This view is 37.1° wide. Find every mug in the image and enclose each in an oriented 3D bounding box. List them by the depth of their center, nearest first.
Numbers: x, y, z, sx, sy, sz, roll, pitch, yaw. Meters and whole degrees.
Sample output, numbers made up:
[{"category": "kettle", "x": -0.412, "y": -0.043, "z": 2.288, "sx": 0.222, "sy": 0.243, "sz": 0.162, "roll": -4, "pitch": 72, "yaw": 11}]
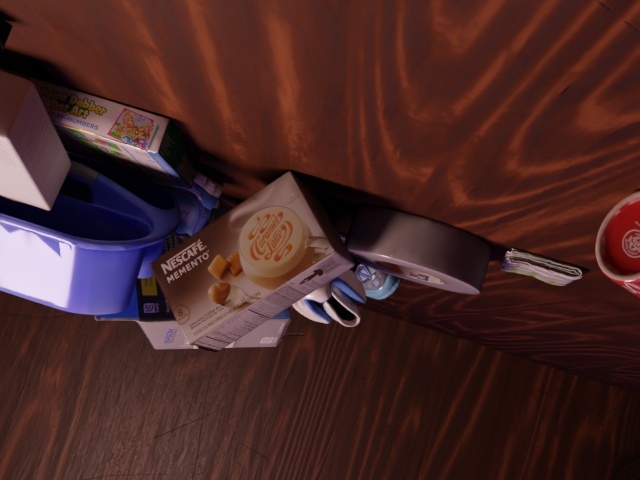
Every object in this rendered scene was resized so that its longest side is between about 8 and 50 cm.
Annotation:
[{"category": "mug", "x": 0.337, "y": 0.027, "z": 0.907, "sx": 0.169, "sy": 0.113, "sz": 0.150, "roll": 25, "pitch": 168, "yaw": -30}]

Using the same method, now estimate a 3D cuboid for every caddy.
[{"category": "caddy", "x": -0.379, "y": -0.038, "z": 1.408, "sx": 0.341, "sy": 0.179, "sz": 0.241, "roll": 17, "pitch": -153, "yaw": 5}]

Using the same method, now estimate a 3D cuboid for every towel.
[{"category": "towel", "x": 0.328, "y": 0.046, "z": 1.431, "sx": 0.113, "sy": 0.023, "sz": 0.152, "roll": 17, "pitch": 173, "yaw": 8}]

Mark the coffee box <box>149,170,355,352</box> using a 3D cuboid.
[{"category": "coffee box", "x": -0.097, "y": 0.033, "z": 1.351, "sx": 0.141, "sy": 0.246, "sz": 0.098, "roll": 62, "pitch": -169, "yaw": 21}]

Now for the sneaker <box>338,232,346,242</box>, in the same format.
[{"category": "sneaker", "x": 0.000, "y": 0.000, "z": 1.808, "sx": 0.109, "sy": 0.043, "sz": 0.040, "roll": 14, "pitch": 175, "yaw": 39}]

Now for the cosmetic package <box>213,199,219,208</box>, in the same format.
[{"category": "cosmetic package", "x": -0.360, "y": -0.013, "z": 2.008, "sx": 0.284, "sy": 0.097, "sz": 0.377, "roll": 19, "pitch": 157, "yaw": 1}]

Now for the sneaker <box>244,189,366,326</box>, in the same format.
[{"category": "sneaker", "x": -0.011, "y": 0.060, "z": 1.545, "sx": 0.236, "sy": 0.130, "sz": 0.323, "roll": 55, "pitch": -178, "yaw": 21}]

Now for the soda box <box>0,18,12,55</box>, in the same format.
[{"category": "soda box", "x": -0.406, "y": -0.220, "z": 1.002, "sx": 0.169, "sy": 0.060, "sz": 0.053, "roll": 14, "pitch": 171, "yaw": 32}]

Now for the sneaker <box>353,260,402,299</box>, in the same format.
[{"category": "sneaker", "x": 0.037, "y": 0.034, "z": 1.880, "sx": 0.262, "sy": 0.104, "sz": 0.125, "roll": 6, "pitch": 150, "yaw": 42}]

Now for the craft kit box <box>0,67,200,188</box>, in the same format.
[{"category": "craft kit box", "x": -0.311, "y": -0.152, "z": 1.342, "sx": 0.247, "sy": 0.061, "sz": 0.250, "roll": 15, "pitch": 173, "yaw": 3}]

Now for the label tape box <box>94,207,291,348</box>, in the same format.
[{"category": "label tape box", "x": -0.241, "y": 0.063, "z": 1.683, "sx": 0.334, "sy": 0.240, "sz": 0.106, "roll": 1, "pitch": 144, "yaw": -20}]

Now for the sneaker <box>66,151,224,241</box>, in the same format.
[{"category": "sneaker", "x": -0.325, "y": -0.076, "z": 1.581, "sx": 0.330, "sy": 0.147, "sz": 0.130, "roll": 16, "pitch": 173, "yaw": 29}]

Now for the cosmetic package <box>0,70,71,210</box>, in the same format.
[{"category": "cosmetic package", "x": -0.405, "y": -0.129, "z": 1.212, "sx": 0.117, "sy": 0.085, "sz": 0.231, "roll": 18, "pitch": 162, "yaw": 3}]

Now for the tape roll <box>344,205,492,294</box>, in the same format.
[{"category": "tape roll", "x": 0.146, "y": 0.016, "z": 1.448, "sx": 0.219, "sy": 0.072, "sz": 0.219, "roll": 18, "pitch": 172, "yaw": 2}]
